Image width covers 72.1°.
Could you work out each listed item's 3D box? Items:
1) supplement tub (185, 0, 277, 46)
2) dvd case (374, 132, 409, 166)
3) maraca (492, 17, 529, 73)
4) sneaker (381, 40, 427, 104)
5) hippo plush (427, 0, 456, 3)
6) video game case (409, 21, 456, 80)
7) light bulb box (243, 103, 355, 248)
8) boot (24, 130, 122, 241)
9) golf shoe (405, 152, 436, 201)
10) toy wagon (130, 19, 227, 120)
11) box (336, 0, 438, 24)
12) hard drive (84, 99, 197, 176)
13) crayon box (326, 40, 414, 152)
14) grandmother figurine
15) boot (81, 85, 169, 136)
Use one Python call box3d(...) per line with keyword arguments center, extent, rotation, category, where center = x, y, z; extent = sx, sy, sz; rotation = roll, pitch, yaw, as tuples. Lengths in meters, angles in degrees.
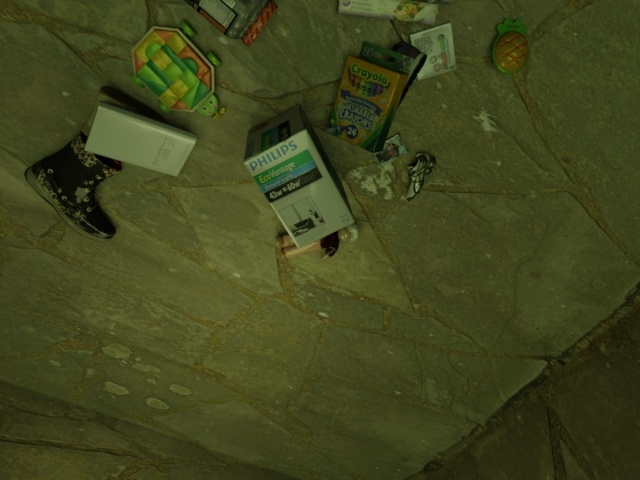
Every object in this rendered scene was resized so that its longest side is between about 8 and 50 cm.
box3d(center=(-0.297, -0.753, 1.320), extent=(0.316, 0.194, 0.193), rotation=(36, 112, -22), category="supplement tub")
box3d(center=(0.269, -0.348, 1.691), extent=(0.119, 0.013, 0.087), rotation=(-29, 117, 11), category="dvd case")
box3d(center=(0.648, -0.661, 1.495), extent=(0.127, 0.099, 0.186), rotation=(1, 94, -7), category="maraca")
box3d(center=(0.245, -0.552, 1.544), extent=(0.124, 0.107, 0.283), rotation=(38, 122, 9), category="sneaker")
box3d(center=(0.395, -0.819, 1.300), extent=(0.294, 0.234, 0.237), rotation=(-1, 137, -34), category="hippo plush")
box3d(center=(0.391, -0.653, 1.523), extent=(0.143, 0.019, 0.157), rotation=(-15, 120, 5), category="video game case")
box3d(center=(-0.076, -0.233, 1.536), extent=(0.225, 0.358, 0.361), rotation=(-26, 119, 8), category="light bulb box")
box3d(center=(-0.853, -0.195, 1.638), extent=(0.284, 0.138, 0.377), rotation=(-33, 111, 14), category="boot")
box3d(center=(0.371, -0.252, 1.727), extent=(0.094, 0.077, 0.198), rotation=(26, 111, -1), category="golf shoe")
box3d(center=(-0.461, -0.550, 1.495), extent=(0.267, 0.068, 0.344), rotation=(-37, 115, 16), category="toy wagon")
box3d(center=(0.216, -0.754, 1.427), extent=(0.324, 0.067, 0.063), rotation=(4, 118, -5), category="box")
box3d(center=(-0.622, -0.342, 1.528), extent=(0.318, 0.040, 0.210), rotation=(14, 139, -33), category="hard drive")
box3d(center=(0.162, -0.491, 1.507), extent=(0.203, 0.083, 0.323), rotation=(29, 119, 22), category="crayon box")
box3d(center=(0.000, 0.000, 1.824), extent=(0.342, 0.104, 0.208), rotation=(-15, 128, 7), category="grandmother figurine")
box3d(center=(-0.684, -0.392, 1.557), extent=(0.262, 0.095, 0.203), rotation=(28, 122, -31), category="boot")
